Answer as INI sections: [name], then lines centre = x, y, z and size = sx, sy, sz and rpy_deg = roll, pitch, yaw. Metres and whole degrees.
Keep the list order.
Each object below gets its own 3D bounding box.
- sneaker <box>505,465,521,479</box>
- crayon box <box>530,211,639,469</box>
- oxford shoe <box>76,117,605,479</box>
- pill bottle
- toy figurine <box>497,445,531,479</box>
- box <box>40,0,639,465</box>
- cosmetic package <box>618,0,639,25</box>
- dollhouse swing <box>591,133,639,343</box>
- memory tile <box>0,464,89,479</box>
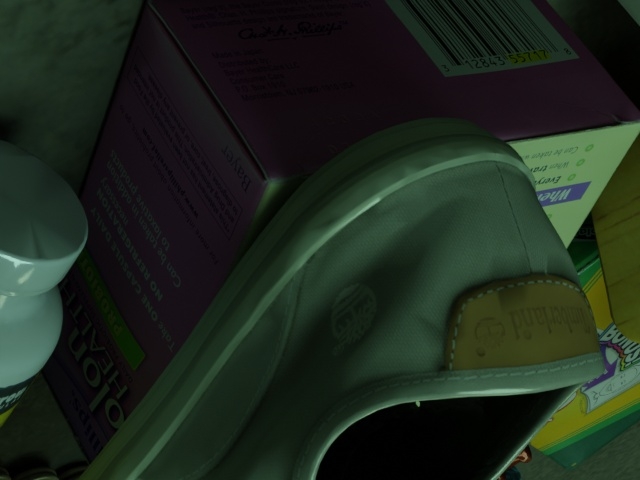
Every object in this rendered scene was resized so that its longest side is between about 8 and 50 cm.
[sneaker]
centre = 0.066, 0.248, 1.233
size = 0.228, 0.087, 0.092
rpy_deg = -47, 152, -22
[crayon box]
centre = 0.168, 0.045, 1.079
size = 0.165, 0.081, 0.278
rpy_deg = -38, 150, 8
[oxford shoe]
centre = -0.024, 0.142, 0.753
size = 0.169, 0.130, 0.449
rpy_deg = -5, 141, -41
[pill bottle]
centre = -0.175, 0.045, 0.721
size = 0.103, 0.103, 0.184
rpy_deg = 2, 136, -46
[toy figurine]
centre = 0.073, 0.196, 1.082
size = 0.148, 0.209, 0.213
rpy_deg = -33, 150, 10
[box]
centre = 0.000, 0.000, 0.814
size = 0.213, 0.117, 0.243
rpy_deg = -11, 143, -34
[cosmetic package]
centre = 0.232, -0.243, 0.608
size = 0.365, 0.197, 0.155
rpy_deg = -35, 150, -1
[dollhouse swing]
centre = 0.370, 0.003, 0.905
size = 0.347, 0.305, 0.315
rpy_deg = -22, 174, -37
[memory tile]
centre = -0.181, 0.170, 0.991
size = 0.113, 0.012, 0.148
rpy_deg = -48, 148, 23
